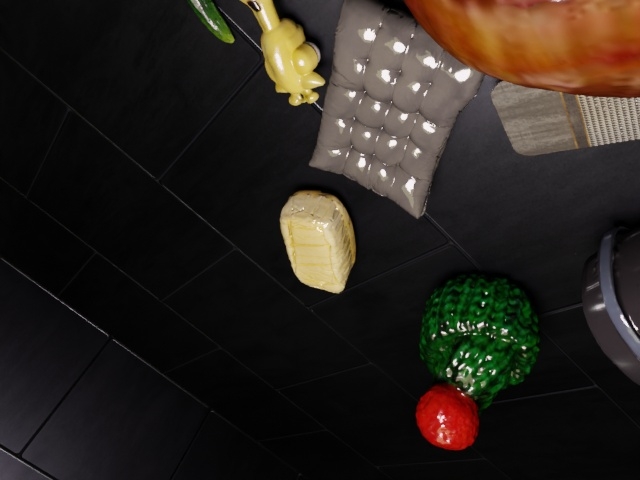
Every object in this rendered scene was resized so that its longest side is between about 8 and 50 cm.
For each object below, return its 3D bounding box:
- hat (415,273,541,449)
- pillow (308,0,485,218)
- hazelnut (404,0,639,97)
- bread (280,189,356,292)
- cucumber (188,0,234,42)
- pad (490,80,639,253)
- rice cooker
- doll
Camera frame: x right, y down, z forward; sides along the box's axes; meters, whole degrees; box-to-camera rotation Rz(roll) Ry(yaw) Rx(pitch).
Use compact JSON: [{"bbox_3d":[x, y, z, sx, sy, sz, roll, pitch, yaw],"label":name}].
[{"bbox_3d":[0.298,0.254,1.055,0.242,0.332,0.274,2,136,31],"label":"hat"},{"bbox_3d":[0.114,-0.203,0.858,0.228,0.101,0.326,24,138,7],"label":"pillow"},{"bbox_3d":[0.256,-0.304,0.494,0.421,0.352,0.421,10,171,1],"label":"hazelnut"},{"bbox_3d":[0.000,0.000,1.131,0.140,0.106,0.236,9,137,21],"label":"bread"},{"bbox_3d":[-0.198,-0.395,0.879,0.039,0.039,0.167,-7,131,35],"label":"cucumber"},{"bbox_3d":[0.417,-0.125,0.796,0.250,0.055,0.323,-6,124,35],"label":"pad"},{"bbox_3d":[0.545,0.084,0.800,0.267,0.267,0.224,40,138,-13],"label":"rice cooker"},{"bbox_3d":[-0.077,-0.344,0.826,0.117,0.086,0.291,7,135,46],"label":"doll"}]
